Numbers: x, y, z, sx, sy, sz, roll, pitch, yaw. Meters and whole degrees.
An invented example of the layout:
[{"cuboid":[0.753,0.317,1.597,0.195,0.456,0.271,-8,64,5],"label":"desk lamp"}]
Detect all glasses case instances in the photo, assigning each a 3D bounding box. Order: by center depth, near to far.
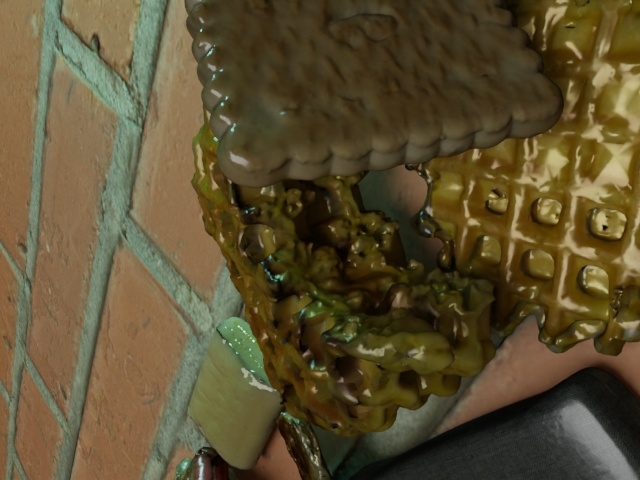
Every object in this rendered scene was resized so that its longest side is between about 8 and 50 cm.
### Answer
[{"cuboid":[0.147,0.230,0.499,0.323,0.074,0.131,-45,71,41],"label":"glasses case"}]

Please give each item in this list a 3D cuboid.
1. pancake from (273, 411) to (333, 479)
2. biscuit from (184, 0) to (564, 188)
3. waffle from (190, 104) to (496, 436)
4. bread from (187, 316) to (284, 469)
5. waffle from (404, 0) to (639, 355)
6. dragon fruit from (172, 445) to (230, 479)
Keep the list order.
[{"cuboid":[-0.001,0.314,0.616,0.212,0.056,0.257,171,79,-75],"label":"pancake"},{"cuboid":[0.009,-0.187,0.388,0.044,0.217,0.325,96,159,-64],"label":"biscuit"},{"cuboid":[0.000,0.000,0.485,0.261,0.151,0.324,-45,63,58],"label":"waffle"},{"cuboid":[-0.111,0.206,0.749,0.139,0.060,0.178,42,127,28],"label":"bread"},{"cuboid":[0.163,-0.052,0.415,0.262,0.060,0.280,-45,70,41],"label":"waffle"},{"cuboid":[-0.133,0.384,0.769,0.262,0.134,0.211,82,165,-61],"label":"dragon fruit"}]
